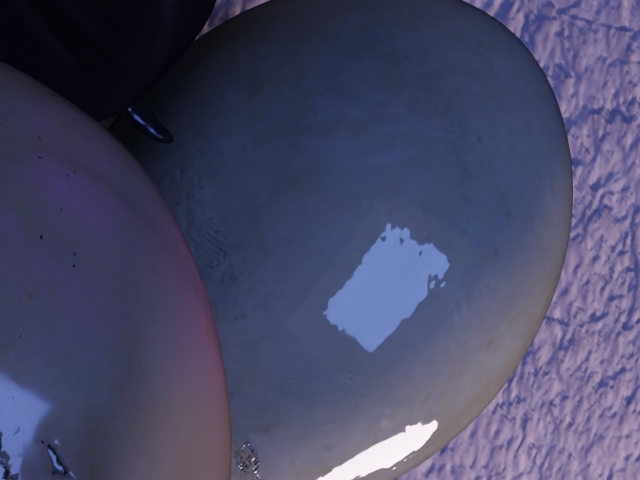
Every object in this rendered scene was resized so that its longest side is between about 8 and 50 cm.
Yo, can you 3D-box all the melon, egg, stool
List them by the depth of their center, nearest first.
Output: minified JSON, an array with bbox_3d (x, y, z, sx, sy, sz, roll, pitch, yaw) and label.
[{"bbox_3d":[-0.138,0.084,0.508,0.223,0.223,0.317,-29,140,-40],"label":"melon"},{"bbox_3d":[-0.114,-0.130,0.592,0.217,0.125,0.121,47,32,-14],"label":"stool"},{"bbox_3d":[0.000,0.000,0.675,0.253,0.186,0.186,-51,130,-24],"label":"egg"}]
